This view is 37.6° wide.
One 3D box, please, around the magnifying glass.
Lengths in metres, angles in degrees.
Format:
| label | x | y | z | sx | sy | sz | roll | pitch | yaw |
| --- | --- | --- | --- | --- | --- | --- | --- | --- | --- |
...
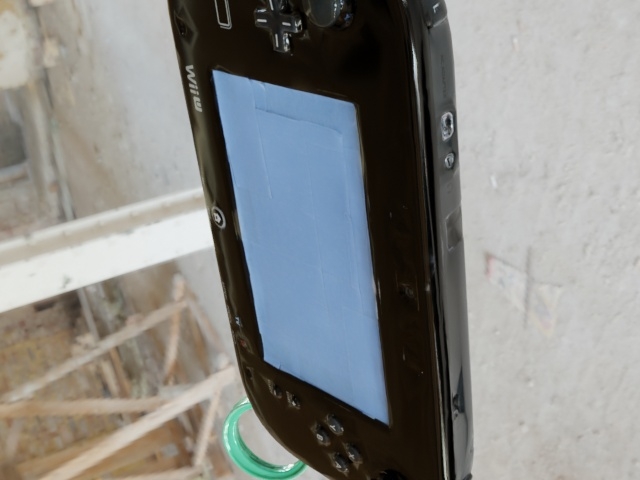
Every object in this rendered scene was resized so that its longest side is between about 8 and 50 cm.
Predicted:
| label | x | y | z | sx | sy | sz | roll | pitch | yaw |
| --- | --- | --- | --- | --- | --- | --- | --- | --- | --- |
| magnifying glass | -0.002 | 0.164 | 0.877 | 0.231 | 0.026 | 0.092 | -31 | 98 | 31 |

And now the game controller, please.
| label | x | y | z | sx | sy | sz | roll | pitch | yaw |
| --- | --- | --- | --- | --- | --- | --- | --- | --- | --- |
| game controller | 0.000 | 0.000 | 0.476 | 0.166 | 0.067 | 0.319 | 14 | 124 | 36 |
